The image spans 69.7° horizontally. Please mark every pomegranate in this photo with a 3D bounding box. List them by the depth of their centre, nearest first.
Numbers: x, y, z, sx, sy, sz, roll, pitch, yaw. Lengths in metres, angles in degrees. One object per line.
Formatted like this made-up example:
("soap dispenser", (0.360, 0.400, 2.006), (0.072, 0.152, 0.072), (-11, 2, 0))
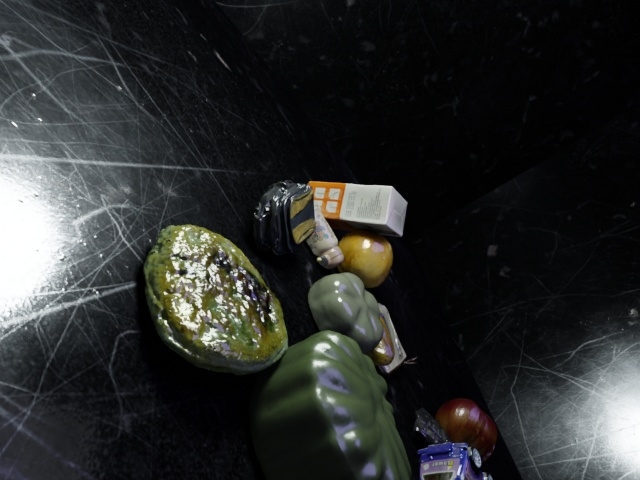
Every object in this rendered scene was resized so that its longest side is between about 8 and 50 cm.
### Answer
("pomegranate", (0.162, 0.064, 1.706), (0.233, 0.233, 0.233), (51, 17, -23))

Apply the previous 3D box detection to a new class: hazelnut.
("hazelnut", (0.505, 0.677, 1.628), (0.217, 0.217, 0.251), (-97, 166, -56))

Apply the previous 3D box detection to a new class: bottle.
("bottle", (0.000, 0.000, 1.571), (0.110, 0.097, 0.209), (-22, 80, -50))

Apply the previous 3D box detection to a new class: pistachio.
("pistachio", (0.175, 0.319, 1.473), (0.110, 0.100, 0.189), (30, 33, -50))

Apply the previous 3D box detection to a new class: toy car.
("toy car", (0.384, 0.702, 1.304), (0.235, 0.172, 0.158), (56, 32, -14))

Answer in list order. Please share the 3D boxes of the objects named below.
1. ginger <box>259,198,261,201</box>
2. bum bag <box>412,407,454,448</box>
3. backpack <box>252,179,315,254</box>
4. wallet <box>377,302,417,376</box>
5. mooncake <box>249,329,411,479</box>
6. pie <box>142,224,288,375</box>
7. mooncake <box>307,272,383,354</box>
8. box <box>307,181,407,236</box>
("ginger", (-0.110, -0.102, 1.476), (0.089, 0.075, 0.288), (40, 16, 17))
("bum bag", (0.401, 0.689, 1.477), (0.340, 0.095, 0.144), (55, 25, -1))
("backpack", (-0.109, -0.058, 1.269), (0.258, 0.133, 0.206), (-50, 135, -64))
("wallet", (0.239, 0.352, 1.667), (0.274, 0.068, 0.335), (64, 18, 15))
("mooncake", (0.028, 0.337, 0.865), (0.351, 0.187, 0.351), (50, 20, -26))
("pie", (-0.172, 0.103, 0.822), (0.323, 0.070, 0.323), (38, 22, -19))
("mooncake", (0.079, 0.214, 1.342), (0.275, 0.135, 0.275), (47, 23, -27))
("box", (0.129, -0.118, 1.738), (0.225, 0.342, 0.143), (25, 73, -62))
